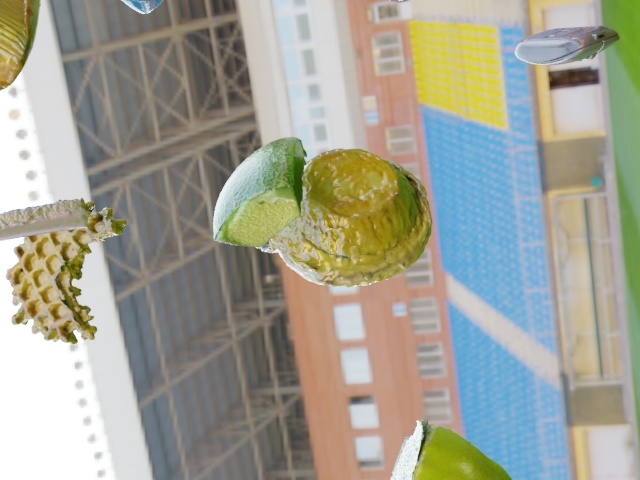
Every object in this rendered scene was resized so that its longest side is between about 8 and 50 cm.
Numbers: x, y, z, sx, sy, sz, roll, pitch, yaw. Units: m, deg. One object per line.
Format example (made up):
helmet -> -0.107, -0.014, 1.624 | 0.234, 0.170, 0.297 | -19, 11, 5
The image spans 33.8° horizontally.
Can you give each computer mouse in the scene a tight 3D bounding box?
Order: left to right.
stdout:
computer mouse -> 0.458, -0.361, 1.965 | 0.232, 0.120, 0.057 | 21, 130, 65

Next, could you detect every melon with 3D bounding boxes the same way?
melon -> -0.103, -0.122, 2.072 | 0.124, 0.196, 0.323 | 49, -155, -22

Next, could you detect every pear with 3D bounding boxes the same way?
pear -> 0.253, 0.455, 1.888 | 0.159, 0.292, 0.292 | -59, -33, -32

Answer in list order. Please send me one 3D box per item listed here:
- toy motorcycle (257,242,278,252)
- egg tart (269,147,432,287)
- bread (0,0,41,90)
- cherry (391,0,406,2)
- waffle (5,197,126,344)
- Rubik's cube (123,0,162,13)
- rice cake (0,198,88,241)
toy motorcycle -> -0.001, -0.001, 2.449 | 0.171, 0.298, 0.089 | -42, 53, 56
egg tart -> 0.057, -0.072, 2.292 | 0.169, 0.388, 0.387 | 89, -175, -50
bread -> -0.603, -0.411, 1.976 | 0.119, 0.152, 0.288 | 30, -149, -31
cherry -> 0.170, -0.549, 2.044 | 0.188, 0.115, 0.148 | -55, -9, 33
waffle -> -0.521, 0.053, 2.084 | 0.069, 0.260, 0.292 | 22, -100, -60
Rubik's cube -> -0.314, -0.547, 2.002 | 0.254, 0.254, 0.254 | -5, -90, -77
rice cake -> -0.551, -0.025, 1.883 | 0.055, 0.270, 0.049 | 99, 157, -59
